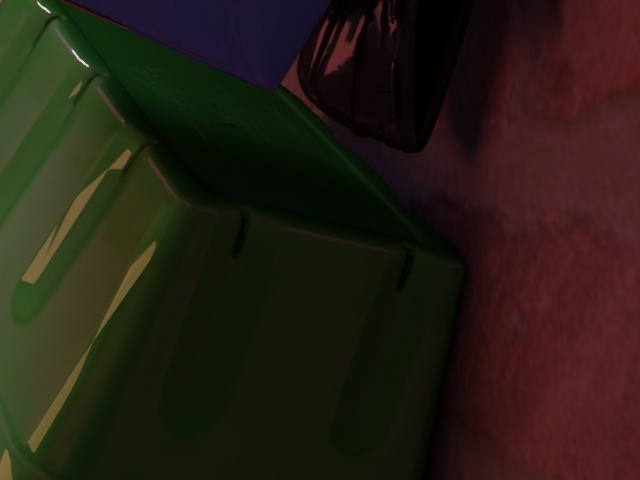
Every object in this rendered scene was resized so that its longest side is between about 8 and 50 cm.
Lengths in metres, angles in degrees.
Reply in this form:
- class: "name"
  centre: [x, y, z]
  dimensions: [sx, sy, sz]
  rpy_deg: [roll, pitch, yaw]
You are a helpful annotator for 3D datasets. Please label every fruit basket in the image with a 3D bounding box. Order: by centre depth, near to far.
- class: "fruit basket"
  centre: [-0.109, 0.085, 0.792]
  dimensions: [0.392, 0.283, 0.392]
  rpy_deg: [-24, 60, 50]

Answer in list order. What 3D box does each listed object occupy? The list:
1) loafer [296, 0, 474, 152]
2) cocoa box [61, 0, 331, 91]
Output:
- class: "loafer"
  centre: [0.060, -0.145, 0.624]
  dimensions: [0.078, 0.076, 0.223]
  rpy_deg: [35, 120, 24]
- class: "cocoa box"
  centre: [-0.045, -0.283, 0.536]
  dimensions: [0.347, 0.228, 0.231]
  rpy_deg: [-56, 29, 22]
